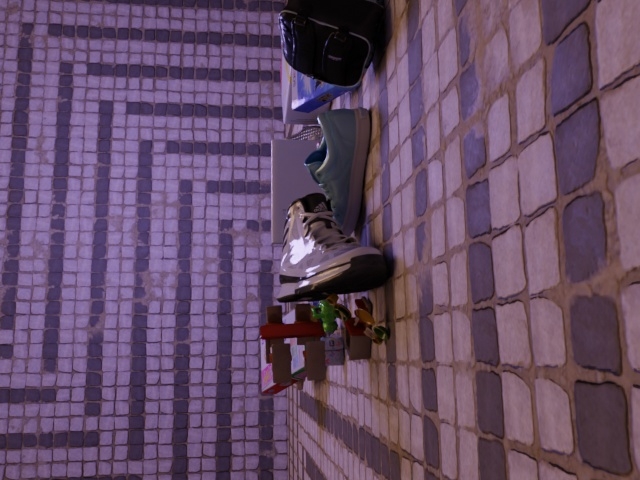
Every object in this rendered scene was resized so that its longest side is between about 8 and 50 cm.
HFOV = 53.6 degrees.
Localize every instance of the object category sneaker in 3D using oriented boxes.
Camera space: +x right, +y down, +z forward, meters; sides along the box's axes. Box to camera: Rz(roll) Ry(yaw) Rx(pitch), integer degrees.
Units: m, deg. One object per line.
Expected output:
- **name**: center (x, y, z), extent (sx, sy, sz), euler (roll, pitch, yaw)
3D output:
- **sneaker**: center (0.030, -0.169, 1.612), extent (0.135, 0.150, 0.365), euler (-100, 13, -58)
- **sneaker**: center (-0.001, 0.000, 1.460), extent (0.447, 0.169, 0.257), euler (158, 110, -64)
- **sneaker**: center (-0.011, -0.357, 2.174), extent (0.226, 0.163, 0.086), euler (-6, 104, 42)

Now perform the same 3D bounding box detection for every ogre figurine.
- **ogre figurine**: center (0.025, 0.194, 1.841), extent (0.118, 0.097, 0.197), euler (-79, 5, -65)

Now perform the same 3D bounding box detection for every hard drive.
- **hard drive**: center (-0.045, -0.147, 1.932), extent (0.040, 0.210, 0.318), euler (128, 141, -79)

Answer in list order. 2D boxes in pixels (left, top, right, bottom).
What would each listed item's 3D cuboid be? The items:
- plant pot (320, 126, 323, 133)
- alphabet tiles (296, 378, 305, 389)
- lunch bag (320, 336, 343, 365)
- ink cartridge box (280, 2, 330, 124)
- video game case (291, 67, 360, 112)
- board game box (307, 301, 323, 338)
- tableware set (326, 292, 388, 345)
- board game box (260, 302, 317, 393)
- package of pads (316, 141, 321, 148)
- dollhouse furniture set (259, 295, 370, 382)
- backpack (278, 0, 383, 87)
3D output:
- **plant pot**: center (0.046, -0.296, 1.809), extent (0.079, 0.083, 0.083), euler (80, -176, -55)
- **alphabet tiles**: center (-0.070, 0.440, 2.516), extent (0.278, 0.021, 0.284), euler (77, -163, -57)
- **lunch bag**: center (0.031, 0.325, 1.862), extent (0.053, 0.071, 0.083), euler (131, 140, -80)
- **ink cartridge box**: center (-0.041, -0.614, 2.116), extent (0.384, 0.160, 0.279), euler (105, 163, -60)
- **video game case**: center (0.008, -0.508, 1.749), extent (0.269, 0.061, 0.244), euler (-12, 78, 57)
- **board game box**: center (-0.019, 0.293, 2.371), extent (0.136, 0.035, 0.201), euler (104, 165, -59)
- **tableware set**: center (0.076, 0.170, 1.353), extent (0.024, 0.154, 0.104), euler (-46, -11, -26)
- **board game box**: center (-0.118, 0.403, 2.332), extent (0.316, 0.064, 0.242), euler (-39, 45, 45)
- **package of pads**: center (0.031, -0.263, 1.859), extent (0.032, 0.083, 0.050), euler (110, 156, -55)
- **dollhouse furniture set**: center (-0.014, 0.212, 1.504), extent (0.262, 0.259, 0.135), euler (-119, 27, -75)
- **backpack**: center (0.023, -0.469, 1.434), extent (0.253, 0.225, 0.191), euler (98, -168, -69)
